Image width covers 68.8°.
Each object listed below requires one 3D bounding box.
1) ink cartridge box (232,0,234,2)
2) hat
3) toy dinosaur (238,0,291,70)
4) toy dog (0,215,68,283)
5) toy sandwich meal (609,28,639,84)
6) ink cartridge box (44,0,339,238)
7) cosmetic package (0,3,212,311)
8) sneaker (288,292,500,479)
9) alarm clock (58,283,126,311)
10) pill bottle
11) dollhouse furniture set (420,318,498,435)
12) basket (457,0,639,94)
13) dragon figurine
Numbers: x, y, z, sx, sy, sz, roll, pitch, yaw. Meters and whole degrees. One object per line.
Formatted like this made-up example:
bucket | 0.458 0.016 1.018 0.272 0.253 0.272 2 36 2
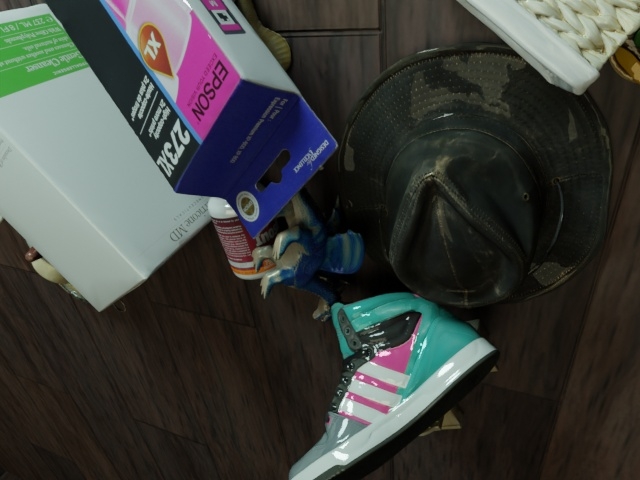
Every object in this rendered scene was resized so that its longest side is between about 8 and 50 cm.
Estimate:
ink cartridge box | -0.154 -0.267 0.528 0.088 0.052 0.122 39 131 -1
hat | 0.139 -0.025 0.499 0.331 0.134 0.331 15 129 19
toy dinosaur | -0.082 -0.220 0.538 0.093 0.053 0.183 -9 127 15
toy dog | -0.492 -0.063 0.761 0.334 0.161 0.220 27 103 3
toy sandwich meal | 0.286 -0.164 0.388 0.086 0.029 0.085 14 128 18
ink cartridge box | -0.151 -0.183 0.477 0.371 0.069 0.176 53 133 5
cosmetic package | -0.339 -0.108 0.647 0.155 0.197 0.365 -31 107 38
sneaker | 0.050 0.170 0.590 0.178 0.295 0.124 51 178 35
alarm clock | -0.453 0.070 0.922 0.192 0.064 0.129 48 131 -7
pill bottle | -0.105 -0.028 0.654 0.086 0.086 0.152 0 124 27
dollhouse furniture set | 0.192 0.225 0.672 0.161 0.101 0.182 -22 111 37
basket | 0.168 -0.207 0.357 0.167 0.113 0.103 41 118 -1
dragon figurine | 0.000 0.000 0.585 0.144 0.085 0.289 -5 137 -23
